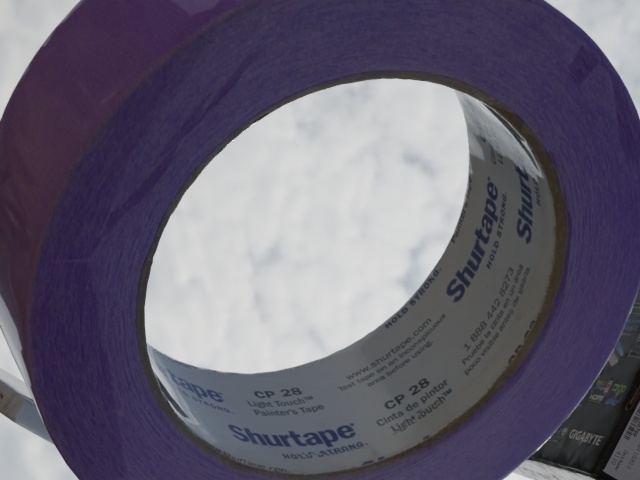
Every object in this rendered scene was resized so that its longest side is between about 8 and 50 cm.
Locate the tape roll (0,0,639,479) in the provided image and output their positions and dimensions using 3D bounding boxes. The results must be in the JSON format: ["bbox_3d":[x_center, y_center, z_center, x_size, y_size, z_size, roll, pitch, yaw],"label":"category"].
[{"bbox_3d":[0.000,0.000,0.749,0.090,0.275,0.275,-131,-142,-55],"label":"tape roll"}]

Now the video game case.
[{"bbox_3d":[-0.229,0.121,1.344,0.173,0.022,0.190,28,-9,35],"label":"video game case"}]

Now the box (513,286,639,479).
[{"bbox_3d":[0.241,0.052,1.349,0.073,0.293,0.295,33,-9,-12],"label":"box"}]
